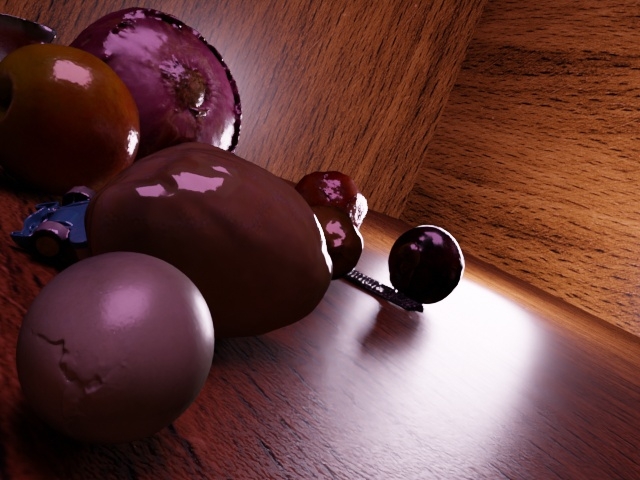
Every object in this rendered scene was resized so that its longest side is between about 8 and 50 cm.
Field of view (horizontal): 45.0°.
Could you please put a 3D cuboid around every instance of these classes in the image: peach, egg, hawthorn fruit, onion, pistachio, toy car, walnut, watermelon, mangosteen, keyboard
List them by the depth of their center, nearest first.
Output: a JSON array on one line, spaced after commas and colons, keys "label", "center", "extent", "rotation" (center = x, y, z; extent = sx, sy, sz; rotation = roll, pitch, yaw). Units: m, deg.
[{"label": "egg", "center": [-0.123, 0.064, 0.469], "extent": [0.114, 0.114, 0.152], "rotation": [21, 9, -2]}, {"label": "pistachio", "center": [-0.101, 0.005, 0.727], "extent": [0.162, 0.181, 0.293], "rotation": [-1, -14, 28]}, {"label": "toy car", "center": [-0.234, 0.004, 0.828], "extent": [0.161, 0.098, 0.126], "rotation": [-6, 28, 9]}, {"label": "peach", "center": [-0.377, -0.174, 1.132], "extent": [0.231, 0.231, 0.231], "rotation": [21, 7, -3]}, {"label": "walnut", "center": [0.000, 0.000, 1.315], "extent": [0.137, 0.137, 0.245], "rotation": [20, 6, -15]}, {"label": "keyboard", "center": [0.100, 0.086, 1.412], "extent": [0.195, 0.018, 0.060], "rotation": [25, 10, 34]}, {"label": "watermelon", "center": [-0.656, -0.304, 1.448], "extent": [0.320, 0.213, 0.289], "rotation": [-24, -8, 23]}, {"label": "mangosteen", "center": [0.192, 0.045, 1.449], "extent": [0.152, 0.152, 0.152], "rotation": [21, 7, -3]}, {"label": "onion", "center": [-0.324, -0.250, 1.460], "extent": [0.358, 0.358, 0.345], "rotation": [18, -10, -25]}, {"label": "hawthorn fruit", "center": [0.012, -0.065, 1.732], "extent": [0.181, 0.181, 0.235], "rotation": [22, 19, 8]}]
